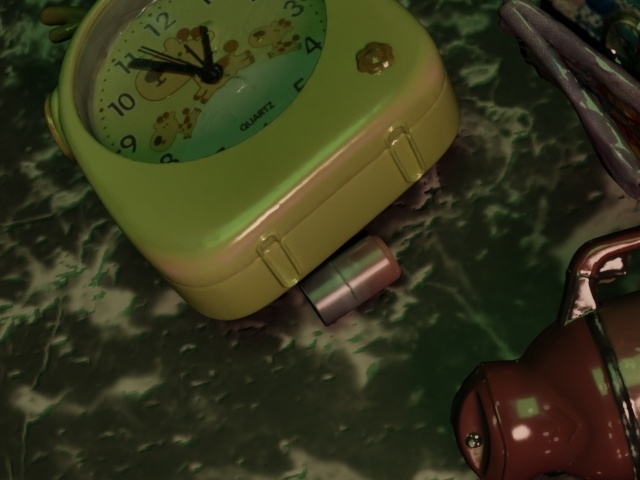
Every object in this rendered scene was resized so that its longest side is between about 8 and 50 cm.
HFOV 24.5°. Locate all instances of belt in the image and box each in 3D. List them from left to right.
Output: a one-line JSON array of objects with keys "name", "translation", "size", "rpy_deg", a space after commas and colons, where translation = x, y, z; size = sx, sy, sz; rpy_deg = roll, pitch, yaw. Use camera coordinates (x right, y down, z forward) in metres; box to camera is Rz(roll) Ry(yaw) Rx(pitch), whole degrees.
[{"name": "belt", "translation": [0.257, -0.127, 0.862], "size": [0.160, 0.295, 0.207], "rpy_deg": [45, 116, 25]}]

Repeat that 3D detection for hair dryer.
[{"name": "hair dryer", "translation": [0.000, 0.000, 1.006], "size": [0.063, 0.037, 0.114], "rpy_deg": [-34, 56, -5]}]

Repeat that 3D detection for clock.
[{"name": "clock", "translation": [-0.072, -0.112, 1.023], "size": [0.235, 0.096, 0.308], "rpy_deg": [-41, 55, -4]}]

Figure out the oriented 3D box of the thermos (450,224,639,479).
[{"name": "thermos", "translation": [0.234, 0.060, 0.863], "size": [0.330, 0.136, 0.109], "rpy_deg": [-18, 40, 6]}]
